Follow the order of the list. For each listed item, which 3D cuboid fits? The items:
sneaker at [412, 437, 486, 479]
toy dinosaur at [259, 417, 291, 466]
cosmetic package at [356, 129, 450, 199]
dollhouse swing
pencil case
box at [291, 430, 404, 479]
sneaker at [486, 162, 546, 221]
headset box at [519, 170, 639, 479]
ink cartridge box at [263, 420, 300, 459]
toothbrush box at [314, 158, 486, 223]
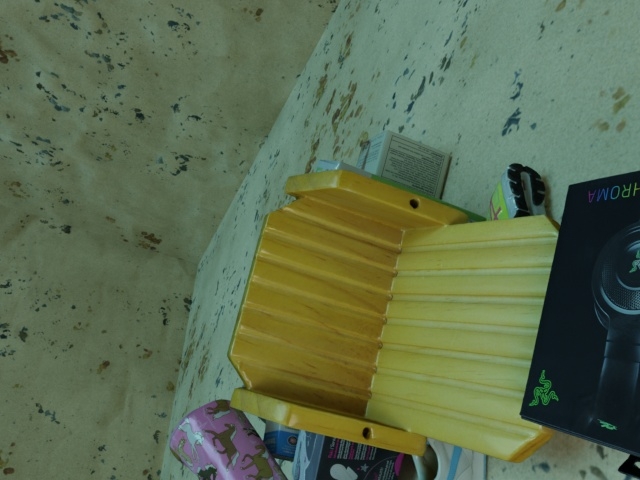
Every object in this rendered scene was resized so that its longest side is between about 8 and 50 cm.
[{"bbox_3d":[0.181,0.267,0.876,0.087,0.092,0.228,131,152,-51],"label":"sneaker"},{"bbox_3d":[-0.090,0.362,1.363,0.121,0.313,0.160,-17,28,36],"label":"toy dinosaur"},{"bbox_3d":[0.134,-0.048,1.213,0.129,0.153,0.296,-13,59,70],"label":"cosmetic package"},{"bbox_3d":[0.088,0.087,0.777,0.305,0.315,0.346,160,127,-69],"label":"dollhouse swing"},{"bbox_3d":[-0.128,0.478,1.120,0.386,0.160,0.167,44,160,35],"label":"pencil case"},{"bbox_3d":[0.042,0.343,1.025,0.163,0.142,0.247,-118,37,-68],"label":"box"},{"bbox_3d":[0.285,-0.008,0.891,0.094,0.082,0.208,122,164,-54],"label":"sneaker"},{"bbox_3d":[0.336,0.083,0.566,0.246,0.131,0.282,173,114,-70],"label":"headset box"},{"bbox_3d":[-0.027,0.357,1.272,0.086,0.148,0.203,-38,39,57],"label":"ink cartridge box"},{"bbox_3d":[0.105,0.006,1.037,0.206,0.283,0.122,-71,20,3],"label":"toothbrush box"}]
